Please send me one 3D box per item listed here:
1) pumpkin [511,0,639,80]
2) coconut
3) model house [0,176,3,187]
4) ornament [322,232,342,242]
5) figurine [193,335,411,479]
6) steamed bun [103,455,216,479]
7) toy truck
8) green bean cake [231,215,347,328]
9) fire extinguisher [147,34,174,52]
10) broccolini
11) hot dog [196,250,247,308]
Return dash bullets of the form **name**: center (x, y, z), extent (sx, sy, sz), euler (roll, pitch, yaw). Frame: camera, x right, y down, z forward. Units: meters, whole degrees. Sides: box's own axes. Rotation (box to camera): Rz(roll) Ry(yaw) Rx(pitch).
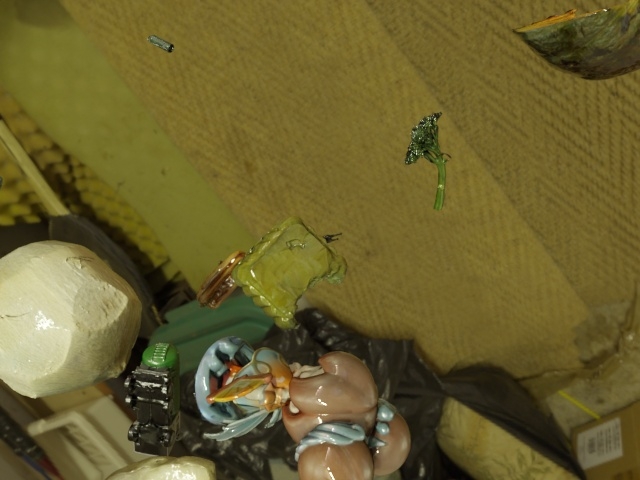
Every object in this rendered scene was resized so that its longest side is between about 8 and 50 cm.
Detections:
- **pumpkin**: center (0.508, -0.350, 0.959), extent (0.312, 0.169, 0.148), euler (-5, 115, 39)
- **coconut**: center (-0.607, 0.199, 1.271), extent (0.360, 0.346, 0.346), euler (47, 132, 10)
- **model house**: center (-0.794, -0.170, 1.037), extent (0.339, 0.297, 0.360), euler (29, 169, -27)
- **ornament**: center (0.000, 0.000, 1.538), extent (0.073, 0.125, 0.028), euler (-14, 88, 40)
- **figurine**: center (-0.046, 0.323, 1.027), extent (0.388, 0.277, 0.248), euler (-2, 91, 32)
- **steamed bun**: center (-0.306, 0.492, 1.013), extent (0.212, 0.231, 0.110), euler (22, 170, 11)
- **toy truck**: center (-0.366, 0.356, 1.209), extent (0.101, 0.125, 0.242), euler (7, 110, 4)
- **green bean cake**: center (-0.072, 0.083, 1.370), extent (0.233, 0.236, 0.124), euler (45, 164, -10)
- **fire extinguisher**: center (-0.443, -0.541, 1.470), extent (0.083, 0.038, 0.025), euler (31, 126, 12)
- **broccolini**: center (0.254, -0.160, 1.260), extent (0.062, 0.123, 0.271), euler (40, 158, 45)
- **hot dog**: center (-0.334, 0.134, 1.848), extent (0.104, 0.076, 0.250), euler (37, 98, -31)
